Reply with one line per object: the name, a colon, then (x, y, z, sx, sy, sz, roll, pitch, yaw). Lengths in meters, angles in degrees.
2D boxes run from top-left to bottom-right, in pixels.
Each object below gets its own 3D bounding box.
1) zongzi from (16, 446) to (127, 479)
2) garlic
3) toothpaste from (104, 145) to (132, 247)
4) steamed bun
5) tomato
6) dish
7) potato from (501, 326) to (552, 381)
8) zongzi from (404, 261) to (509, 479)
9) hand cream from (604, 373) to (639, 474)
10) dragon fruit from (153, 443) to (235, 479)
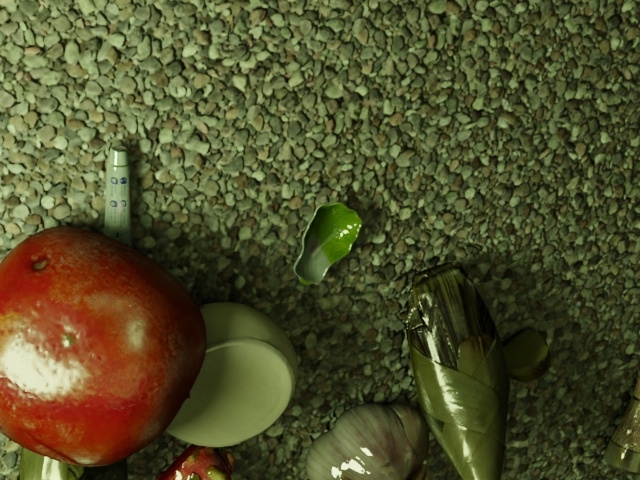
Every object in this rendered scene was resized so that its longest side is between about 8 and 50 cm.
zongzi: (-0.334, 0.252, 1.720, 0.125, 0.274, 0.251, 2, 79, 17)
garlic: (0.091, 0.396, 1.906, 0.207, 0.207, 0.257, -1, 74, -22)
toothpaste: (-0.288, -0.028, 1.657, 0.052, 0.033, 0.218, -4, 115, -20)
steamed bun: (-0.152, 0.186, 1.735, 0.231, 0.145, 0.232, -9, 127, -12)
tomato: (-0.318, 0.133, 1.541, 0.338, 0.144, 0.339, 1, 76, -3)
dish: (0.000, 0.000, 1.785, 0.091, 0.039, 0.137, 24, 101, -34)
potato: (0.350, 0.209, 1.982, 0.096, 0.103, 0.066, -34, 117, -5)
zongzi: (0.221, 0.219, 1.813, 0.154, 0.317, 0.289, -17, 118, 5)
hand cream: (0.585, 0.324, 2.150, 0.083, 0.084, 0.203, 8, 100, -26)
dragon fruit: (-0.192, 0.397, 1.816, 0.133, 0.150, 0.208, -38, 132, -42)
